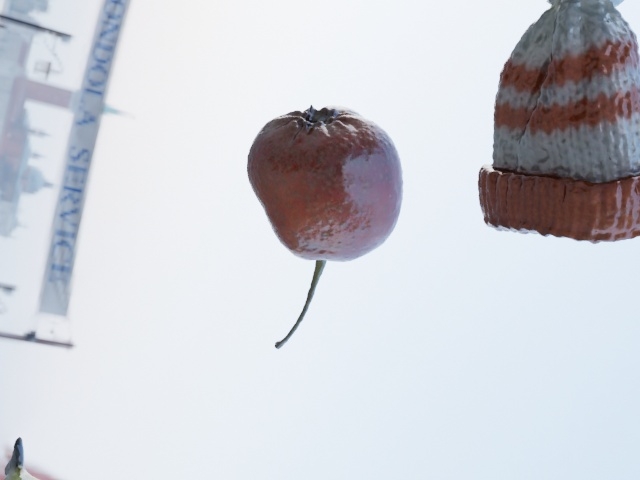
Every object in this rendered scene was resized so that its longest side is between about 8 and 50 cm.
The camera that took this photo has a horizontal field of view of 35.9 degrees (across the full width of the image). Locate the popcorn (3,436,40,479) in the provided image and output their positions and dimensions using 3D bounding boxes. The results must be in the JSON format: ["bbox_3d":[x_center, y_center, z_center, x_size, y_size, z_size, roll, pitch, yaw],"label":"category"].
[{"bbox_3d":[-0.067,0.085,0.235,0.084,0.084,0.084,-167,-90,-70],"label":"popcorn"}]

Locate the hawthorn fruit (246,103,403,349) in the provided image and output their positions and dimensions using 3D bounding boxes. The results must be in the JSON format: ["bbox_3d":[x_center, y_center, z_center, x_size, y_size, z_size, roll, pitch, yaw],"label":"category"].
[{"bbox_3d":[0.000,0.000,1.046,0.165,0.165,0.285,-125,-143,-64],"label":"hawthorn fruit"}]

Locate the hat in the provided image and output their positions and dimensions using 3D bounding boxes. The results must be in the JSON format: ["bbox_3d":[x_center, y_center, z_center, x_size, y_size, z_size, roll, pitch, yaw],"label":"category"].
[{"bbox_3d":[0.134,-0.085,0.517,0.112,0.093,0.162,11,-66,51],"label":"hat"}]
